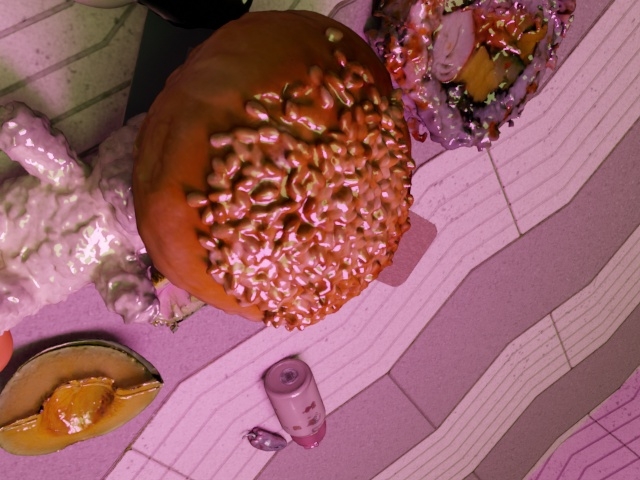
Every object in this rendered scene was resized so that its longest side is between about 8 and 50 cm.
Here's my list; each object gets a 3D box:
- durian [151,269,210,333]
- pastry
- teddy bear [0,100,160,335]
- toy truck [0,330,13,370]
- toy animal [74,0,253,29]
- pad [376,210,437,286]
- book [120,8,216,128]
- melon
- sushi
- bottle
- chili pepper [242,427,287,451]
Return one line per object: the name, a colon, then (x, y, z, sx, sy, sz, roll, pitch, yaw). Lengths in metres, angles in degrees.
durian: (-0.239, 0.074, 1.046, 0.221, 0.095, 0.137, -40, 127, 24)
pastry: (-0.029, -0.074, 0.742, 0.410, 0.245, 0.409, -27, 128, -41)
teddy bear: (-0.287, -0.036, 0.769, 0.362, 0.375, 0.327, -19, 100, 19)
toy truck: (-0.577, 0.160, 0.815, 0.265, 0.189, 0.239, -35, 148, -1)
toy animal: (-0.205, -0.369, 0.717, 0.267, 0.212, 0.212, 15, 110, -16)
pad: (0.144, 0.004, 1.327, 0.266, 0.002, 0.176, 24, 103, -42)
book: (-0.166, -0.158, 0.908, 0.264, 0.031, 0.379, 18, 109, -9)
melon: (-0.424, 0.267, 1.035, 0.265, 0.129, 0.169, -13, 147, -32)
sushi: (0.278, -0.348, 1.075, 0.418, 0.176, 0.417, -17, 126, -25)
bottle: (-0.047, 0.378, 1.363, 0.110, 0.110, 0.233, -30, 131, -16)
chili pepper: (-0.124, 0.474, 1.418, 0.050, 0.041, 0.153, -16, 142, 30)
